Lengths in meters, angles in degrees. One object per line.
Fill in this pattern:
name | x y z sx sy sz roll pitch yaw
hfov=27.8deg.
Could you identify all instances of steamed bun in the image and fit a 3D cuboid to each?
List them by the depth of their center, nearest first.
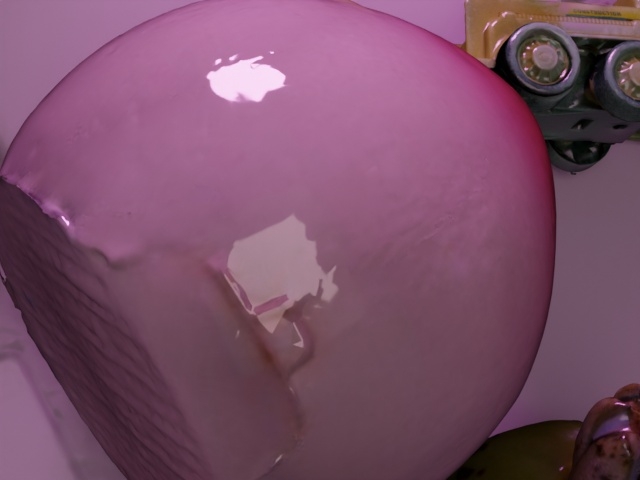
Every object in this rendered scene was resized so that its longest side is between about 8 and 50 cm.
steamed bun | 0.000 0.000 0.695 0.309 0.309 0.309 0 88 -10

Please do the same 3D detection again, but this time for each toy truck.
toy truck | 0.207 -0.120 0.817 0.259 0.128 0.135 6 73 -10

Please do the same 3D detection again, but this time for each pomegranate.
pomegranate | 0.154 0.185 0.744 0.202 0.248 0.202 6 45 -6
